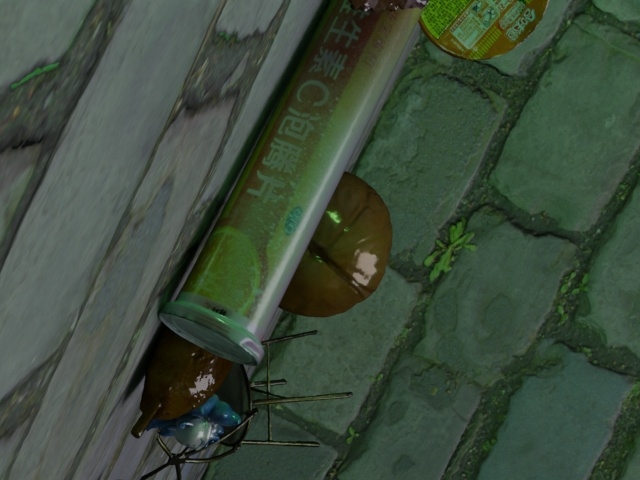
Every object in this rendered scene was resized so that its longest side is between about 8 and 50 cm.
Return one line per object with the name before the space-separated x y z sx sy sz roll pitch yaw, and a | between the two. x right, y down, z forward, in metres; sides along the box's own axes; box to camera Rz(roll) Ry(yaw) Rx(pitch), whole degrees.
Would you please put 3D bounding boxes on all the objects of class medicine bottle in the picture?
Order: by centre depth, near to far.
medicine bottle | -0.020 -0.088 1.487 0.108 0.108 0.426 107 8 -74

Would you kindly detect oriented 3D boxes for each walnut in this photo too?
walnut | 0.000 0.000 1.889 0.225 0.193 0.193 -67 -177 -74

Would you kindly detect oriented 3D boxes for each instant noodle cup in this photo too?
instant noodle cup | 0.145 -0.302 1.671 0.168 0.168 0.185 -64 -155 11

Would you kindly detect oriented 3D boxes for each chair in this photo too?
chair | -0.130 0.234 2.156 0.326 0.170 0.159 -4 140 -34

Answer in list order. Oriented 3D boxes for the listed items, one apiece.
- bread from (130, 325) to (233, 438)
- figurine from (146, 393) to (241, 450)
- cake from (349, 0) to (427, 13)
bread | -0.110 0.086 1.567 0.344 0.084 0.124 -60 176 -42
figurine | -0.159 0.207 1.768 0.114 0.114 0.079 109 -14 -71
cake | 0.119 -0.328 1.383 0.116 0.112 0.295 -3 134 -38
